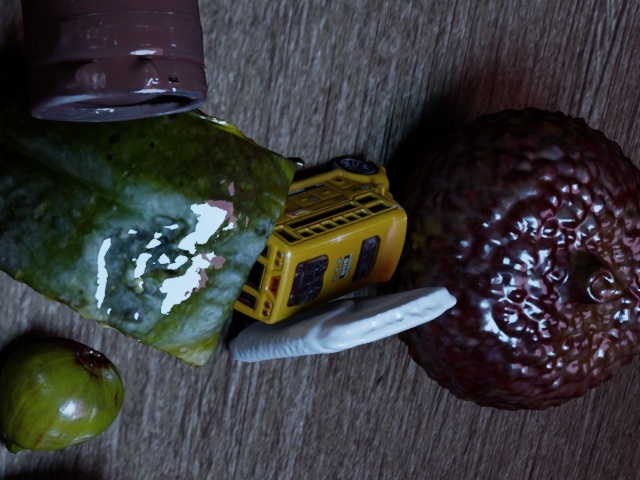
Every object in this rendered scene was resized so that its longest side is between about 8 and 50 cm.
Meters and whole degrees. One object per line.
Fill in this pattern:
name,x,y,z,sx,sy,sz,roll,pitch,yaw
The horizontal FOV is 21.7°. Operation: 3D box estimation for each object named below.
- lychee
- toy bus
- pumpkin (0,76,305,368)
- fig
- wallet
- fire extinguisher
lychee,0.166,0.015,1.388,0.260,0.260,0.261,-37,142,-36
toy bus,0.000,0.000,1.274,0.194,0.088,0.083,-20,131,-50
pumpkin,-0.088,-0.010,1.029,0.280,0.190,0.139,25,91,-61
fig,-0.182,0.111,1.109,0.098,0.082,0.084,-50,-173,9
wallet,0.011,0.062,1.264,0.124,0.183,0.032,-17,91,-27
fire extinguisher,-0.118,-0.201,0.860,0.105,0.104,0.269,0,85,-57
